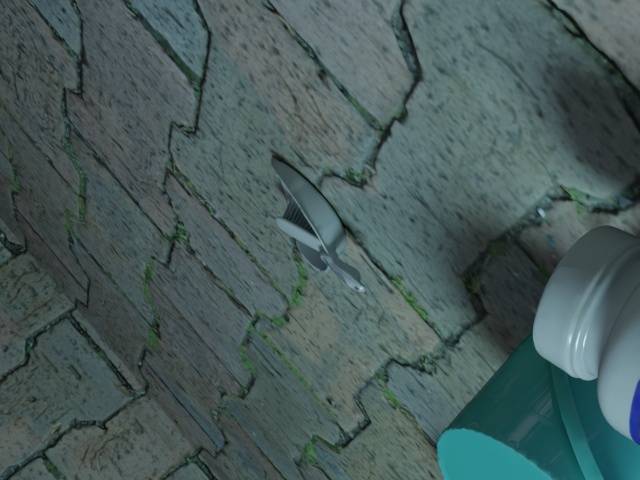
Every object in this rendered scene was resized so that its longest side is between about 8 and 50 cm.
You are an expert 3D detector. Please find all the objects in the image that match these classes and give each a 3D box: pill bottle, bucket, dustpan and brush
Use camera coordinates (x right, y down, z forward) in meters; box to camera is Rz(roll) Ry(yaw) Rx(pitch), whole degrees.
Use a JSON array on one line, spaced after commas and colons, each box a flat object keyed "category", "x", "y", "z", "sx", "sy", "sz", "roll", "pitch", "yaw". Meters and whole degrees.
[{"category": "pill bottle", "x": 0.287, "y": 0.093, "z": 0.745, "sx": 0.272, "sy": 0.152, "sz": 0.152, "roll": 31, "pitch": 150, "yaw": 36}, {"category": "bucket", "x": 0.257, "y": 0.213, "z": 1.030, "sx": 0.281, "sy": 0.183, "sz": 0.281, "roll": 41, "pitch": 156, "yaw": 24}, {"category": "dustpan and brush", "x": 0.000, "y": 0.000, "z": 1.361, "sx": 0.211, "sy": 0.060, "sz": 0.147, "roll": 32, "pitch": 151, "yaw": 39}]
